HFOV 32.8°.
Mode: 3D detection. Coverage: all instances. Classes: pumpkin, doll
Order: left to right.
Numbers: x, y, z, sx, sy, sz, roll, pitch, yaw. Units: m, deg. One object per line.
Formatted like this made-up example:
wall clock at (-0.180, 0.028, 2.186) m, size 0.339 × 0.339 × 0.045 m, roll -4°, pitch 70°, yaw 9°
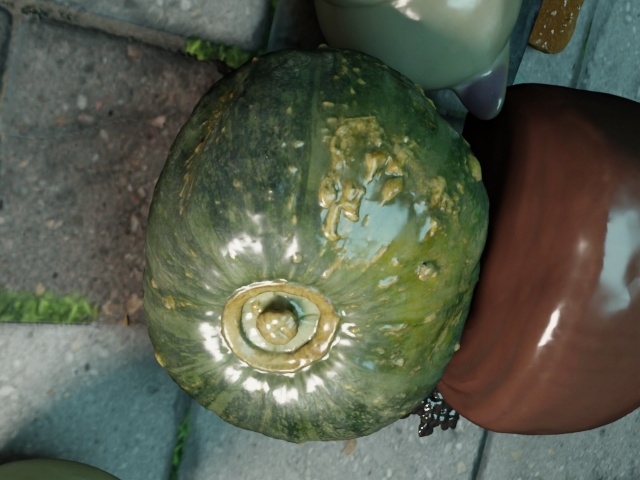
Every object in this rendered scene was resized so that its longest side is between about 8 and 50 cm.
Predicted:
pumpkin at (0.000, 0.000, 0.927) m, size 0.291 × 0.257 × 0.327 m, roll 18°, pitch 118°, yaw -6°
doll at (0.047, -0.285, 0.930) m, size 0.370 × 0.215 × 0.226 m, roll 40°, pitch 76°, yaw -46°

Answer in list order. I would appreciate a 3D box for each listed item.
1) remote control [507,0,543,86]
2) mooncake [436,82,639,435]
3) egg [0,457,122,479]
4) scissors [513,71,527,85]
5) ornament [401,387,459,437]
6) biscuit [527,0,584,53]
remote control at (0.226, -0.347, 1.148) m, size 0.107 × 0.044 × 0.377 m, roll 17°, pitch 94°, yaw -44°
mooncake at (0.210, 0.006, 1.020) m, size 0.174 × 0.326 × 0.334 m, roll 3°, pitch 61°, yaw -24°
egg at (-0.209, 0.274, 0.876) m, size 0.183 × 0.217 × 0.183 m, roll -15°, pitch 112°, yaw -42°
scissors at (0.234, -0.154, 1.273) m, size 0.447 × 0.029 × 0.192 m, roll 45°, pitch 73°, yaw -42°
ornament at (0.143, 0.074, 1.229) m, size 0.260 × 0.106 × 0.251 m, roll -42°, pitch 122°, yaw -14°
biscuit at (0.240, -0.321, 1.218) m, size 0.186 × 0.036 × 0.192 m, roll 15°, pitch 94°, yaw -42°
